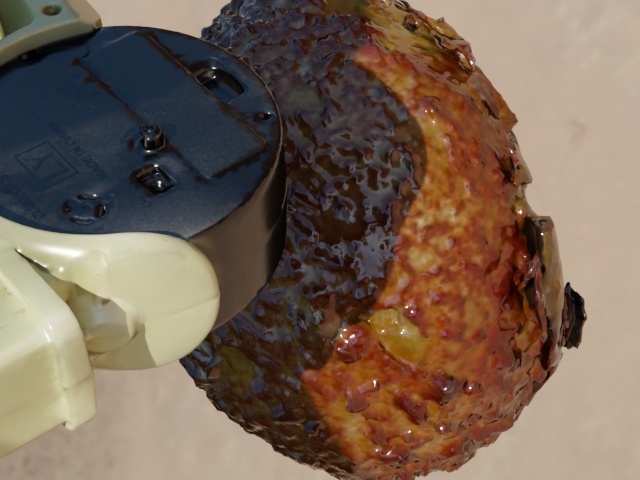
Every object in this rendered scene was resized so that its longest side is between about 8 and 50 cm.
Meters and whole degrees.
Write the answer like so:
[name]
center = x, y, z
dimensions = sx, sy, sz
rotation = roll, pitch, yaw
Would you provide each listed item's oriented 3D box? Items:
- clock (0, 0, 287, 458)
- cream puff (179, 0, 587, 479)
[clock]
center = -0.194, -0.062, 0.952
dimensions = 0.379, 0.276, 0.120
rotation = 38, 147, 34
[cream puff]
center = 0.000, 0.003, 1.194
dimensions = 0.350, 0.228, 0.350
rotation = 60, 164, 30
